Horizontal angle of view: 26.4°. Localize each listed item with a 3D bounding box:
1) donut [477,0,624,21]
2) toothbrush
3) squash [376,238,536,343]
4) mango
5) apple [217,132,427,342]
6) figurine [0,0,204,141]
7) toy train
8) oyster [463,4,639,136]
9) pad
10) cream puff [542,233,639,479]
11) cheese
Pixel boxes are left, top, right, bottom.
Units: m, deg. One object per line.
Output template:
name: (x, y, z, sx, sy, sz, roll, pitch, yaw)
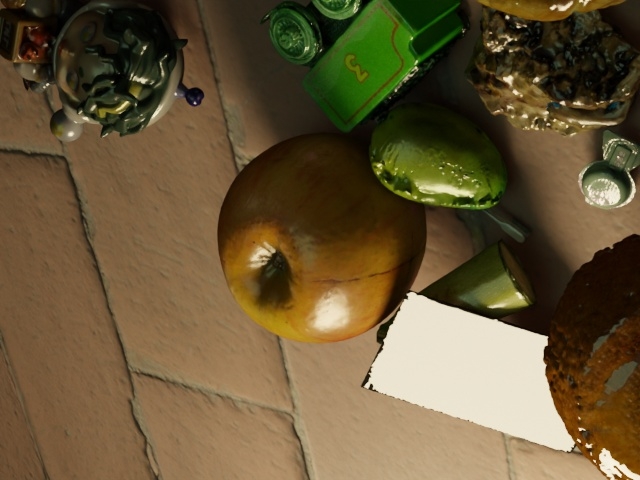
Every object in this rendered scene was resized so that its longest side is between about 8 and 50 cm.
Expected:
donut: (0.224, -0.394, 1.370, 0.360, 0.170, 0.360, 18, 121, 32)
toothbrush: (0.162, -0.085, 1.729, 0.263, 0.026, 0.022, 41, 131, 16)
squash: (0.161, 0.084, 1.732, 0.224, 0.094, 0.094, -28, 95, 25)
mango: (0.146, -0.100, 1.671, 0.178, 0.100, 0.119, 26, 108, 1)
apple: (0.000, 0.000, 1.781, 0.286, 0.233, 0.286, 22, 127, 32)
figurine: (-0.340, -0.280, 1.968, 0.382, 0.186, 0.261, 29, 122, 35)
toy train: (0.054, -0.258, 1.648, 0.188, 0.132, 0.243, 48, 141, 2)
oyster: (0.252, -0.192, 1.540, 0.214, 0.083, 0.223, 45, 144, 16)
pad: (0.221, 0.171, 1.737, 0.300, 0.005, 0.202, 18, 134, -5)
cream puff: (0.392, 0.125, 1.497, 0.303, 0.212, 0.303, 3, 116, 6)
cheese: (0.334, -0.075, 1.560, 0.067, 0.026, 0.120, 26, 142, 9)
